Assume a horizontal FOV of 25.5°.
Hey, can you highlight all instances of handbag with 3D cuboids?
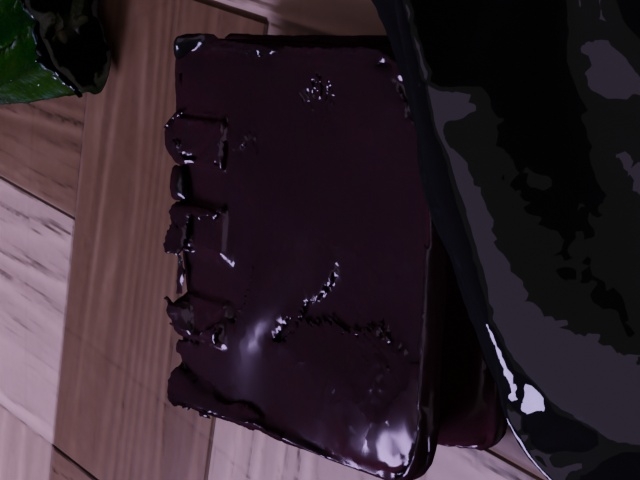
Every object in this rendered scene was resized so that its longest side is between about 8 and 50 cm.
[{"bbox_3d":[0.003,0.000,0.703,0.216,0.074,0.203,10,102,49],"label":"handbag"},{"bbox_3d":[0.116,-0.079,0.536,0.192,0.075,0.332,-25,73,20],"label":"handbag"}]

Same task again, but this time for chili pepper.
[{"bbox_3d":[-0.221,-0.113,0.947,0.227,0.059,0.088,-14,89,50],"label":"chili pepper"}]
